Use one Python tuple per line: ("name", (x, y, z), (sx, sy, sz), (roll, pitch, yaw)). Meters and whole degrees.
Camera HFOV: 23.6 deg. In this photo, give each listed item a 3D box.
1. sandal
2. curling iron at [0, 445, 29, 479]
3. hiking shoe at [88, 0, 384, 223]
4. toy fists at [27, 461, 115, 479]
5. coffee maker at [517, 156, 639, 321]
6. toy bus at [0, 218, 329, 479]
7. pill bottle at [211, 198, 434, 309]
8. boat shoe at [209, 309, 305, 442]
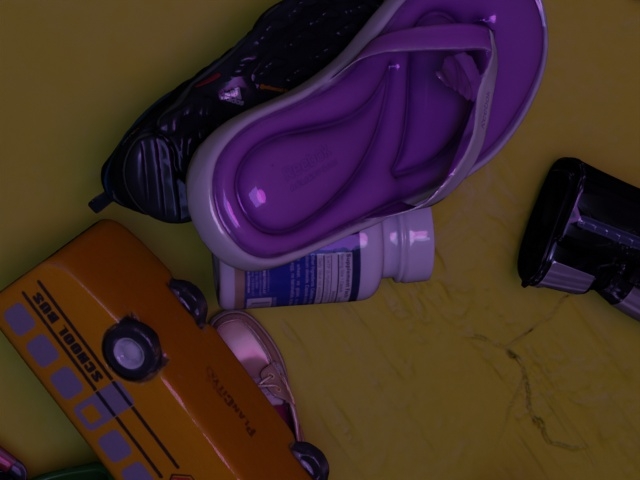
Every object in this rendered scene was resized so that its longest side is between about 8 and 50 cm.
("sandal", (0.073, -0.101, 1.257), (0.416, 0.102, 0.169), (-39, 108, -30))
("curling iron", (-0.370, 0.150, 1.347), (0.274, 0.035, 0.068), (42, 91, -11))
("hiking shoe", (-0.067, -0.127, 1.311), (0.304, 0.132, 0.113), (-36, 109, -25))
("toy fists", (-0.278, 0.303, 1.339), (0.279, 0.096, 0.142), (-18, 125, -6))
("coffee maker", (0.285, -0.011, 1.384), (0.178, 0.120, 0.171), (22, 71, -11))
("toy bus", (-0.129, 0.144, 1.309), (0.130, 0.108, 0.333), (-34, 96, 29))
("pill bottle", (0.000, 0.000, 1.336), (0.186, 0.112, 0.112), (-4, 98, -8))
("boat shoe", (-0.051, 0.142, 1.376), (0.063, 0.059, 0.170), (-25, 100, -4))
